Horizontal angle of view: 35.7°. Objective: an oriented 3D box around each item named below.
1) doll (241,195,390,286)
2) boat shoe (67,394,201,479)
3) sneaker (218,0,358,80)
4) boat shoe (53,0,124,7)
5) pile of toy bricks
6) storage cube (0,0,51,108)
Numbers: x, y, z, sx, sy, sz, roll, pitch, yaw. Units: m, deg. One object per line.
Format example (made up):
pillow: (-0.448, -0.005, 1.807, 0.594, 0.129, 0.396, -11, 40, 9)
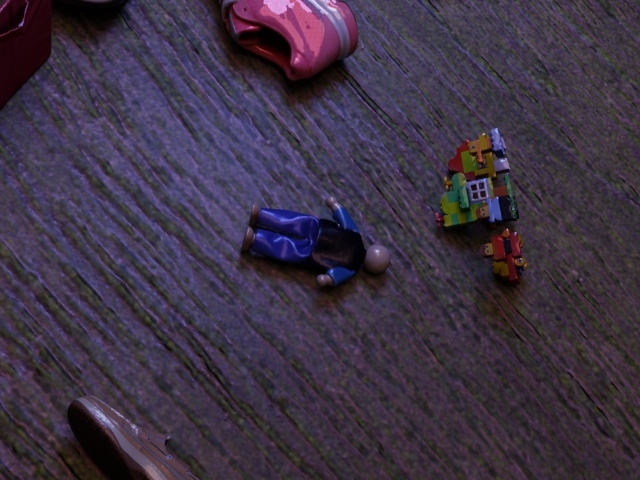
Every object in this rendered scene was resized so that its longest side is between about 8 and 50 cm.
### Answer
doll: (0.000, 0.000, 1.264, 0.188, 0.046, 0.129, 16, 60, -6)
boat shoe: (-0.192, 0.234, 1.084, 0.190, 0.068, 0.072, 47, 49, 1)
sneaker: (-0.096, -0.344, 1.385, 0.314, 0.116, 0.136, 40, 62, 9)
boat shoe: (-0.413, -0.387, 1.352, 0.335, 0.095, 0.112, 17, 95, -1)
pile of toy bricks: (0.204, -0.046, 1.320, 0.105, 0.118, 0.212, -12, 72, 15)
storage cube: (-0.452, -0.269, 1.206, 0.215, 0.193, 0.184, 28, 59, 0)
